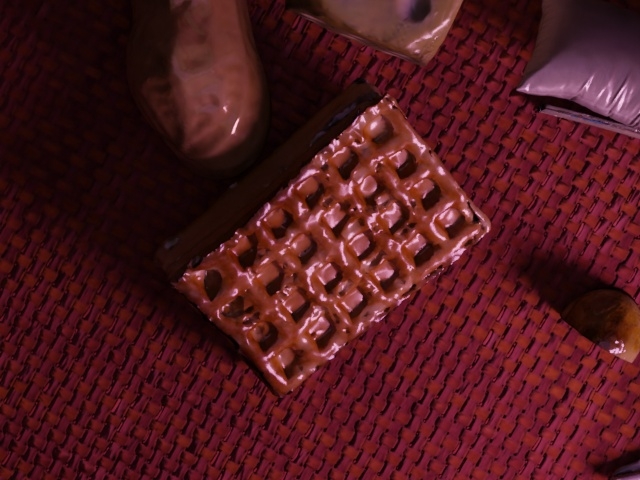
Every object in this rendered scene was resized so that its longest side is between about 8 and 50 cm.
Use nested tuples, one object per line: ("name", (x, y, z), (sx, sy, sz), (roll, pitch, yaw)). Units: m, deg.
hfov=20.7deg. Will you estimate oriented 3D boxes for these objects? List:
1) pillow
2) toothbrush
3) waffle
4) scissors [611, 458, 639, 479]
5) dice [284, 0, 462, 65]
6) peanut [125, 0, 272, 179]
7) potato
("pillow", (0.338, -0.175, 1.905), (0.254, 0.078, 0.144), (24, 71, -6))
("toothbrush", (0.380, -0.113, 1.948), (0.294, 0.026, 0.028), (10, 77, -5))
("waffle", (0.000, -0.001, 1.873), (0.308, 0.091, 0.213), (-41, 116, 1))
("scissors", (0.447, 0.251, 1.986), (0.242, 0.030, 0.118), (-12, 96, -7))
("dice", (0.067, -0.290, 1.838), (0.169, 0.166, 0.169), (21, 93, -5))
("peanut", (-0.140, -0.216, 1.844), (0.147, 0.147, 0.319), (-13, 100, -2))
("potato", (0.323, 0.090, 1.927), (0.096, 0.103, 0.066), (29, 96, -8))
